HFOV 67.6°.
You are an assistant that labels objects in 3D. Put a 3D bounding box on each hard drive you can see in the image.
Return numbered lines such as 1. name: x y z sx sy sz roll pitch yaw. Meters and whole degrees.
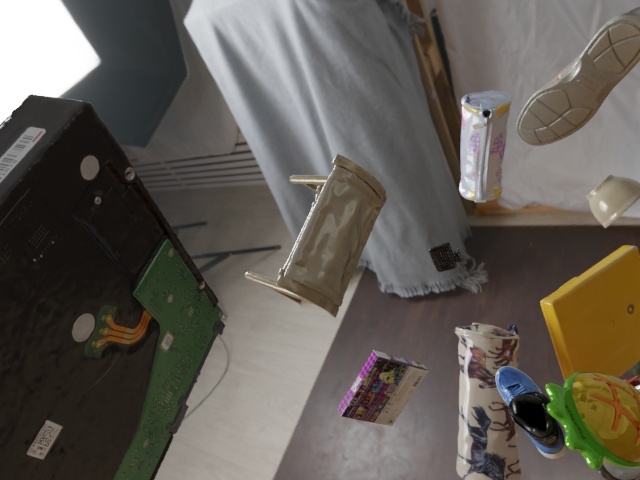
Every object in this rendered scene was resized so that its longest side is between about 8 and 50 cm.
1. hard drive: -0.195 0.088 0.402 0.064 0.339 0.237 12 59 17

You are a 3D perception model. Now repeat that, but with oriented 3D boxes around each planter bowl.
1. planter bowl: 0.892 -0.133 1.461 0.162 0.162 0.109 -40 71 -7

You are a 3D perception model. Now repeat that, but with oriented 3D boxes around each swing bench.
1. swing bench: 0.000 0.000 0.936 0.254 0.165 0.254 -65 20 -11

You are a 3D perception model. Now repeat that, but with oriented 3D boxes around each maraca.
1. maraca: 0.362 0.232 0.622 0.099 0.185 0.127 -55 42 36

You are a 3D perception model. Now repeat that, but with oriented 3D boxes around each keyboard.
1. keyboard: 0.435 0.066 1.631 0.100 0.192 0.038 -21 58 13

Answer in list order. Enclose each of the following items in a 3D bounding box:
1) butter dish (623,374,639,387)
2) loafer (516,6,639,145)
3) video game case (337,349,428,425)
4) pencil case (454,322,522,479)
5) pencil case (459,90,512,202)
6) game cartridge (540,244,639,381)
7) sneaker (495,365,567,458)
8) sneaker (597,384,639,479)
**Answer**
1. butter dish: 0.630 0.373 0.973 0.160 0.160 0.118 -40 44 11
2. loafer: 0.202 -0.120 0.364 0.045 0.125 0.039 44 62 8
3. video game case: 0.195 0.463 1.483 0.232 0.210 0.042 -62 29 14
4. pencil case: 0.424 0.417 1.214 0.159 0.183 0.411 -1 89 26
5. pencil case: 0.408 -0.232 1.192 0.113 0.273 0.124 -7 37 4
6. game cartridge: 0.709 0.205 1.199 0.323 0.286 0.052 -25 11 -19
7. sneaker: 0.299 0.232 0.700 0.058 0.085 0.152 -28 37 11
8. sneaker: 0.510 0.263 0.719 0.100 0.108 0.272 38 110 24
